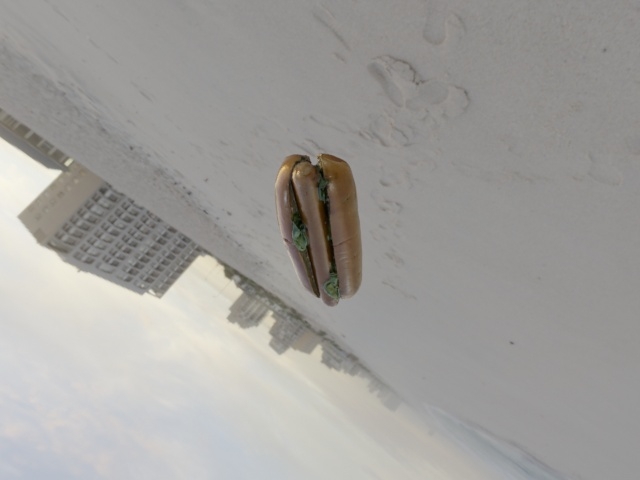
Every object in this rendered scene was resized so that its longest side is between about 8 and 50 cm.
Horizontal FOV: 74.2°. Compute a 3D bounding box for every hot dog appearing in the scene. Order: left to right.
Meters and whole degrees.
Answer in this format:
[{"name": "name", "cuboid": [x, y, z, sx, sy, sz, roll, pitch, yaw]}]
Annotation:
[{"name": "hot dog", "cuboid": [0.000, 0.000, 0.529, 0.100, 0.068, 0.249, 1, 137, 12]}]
